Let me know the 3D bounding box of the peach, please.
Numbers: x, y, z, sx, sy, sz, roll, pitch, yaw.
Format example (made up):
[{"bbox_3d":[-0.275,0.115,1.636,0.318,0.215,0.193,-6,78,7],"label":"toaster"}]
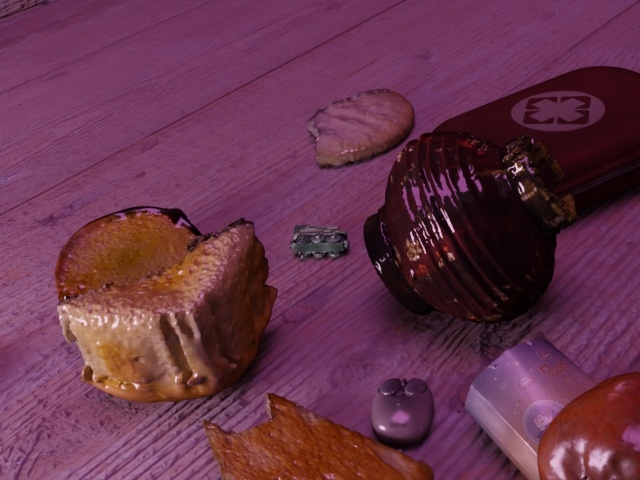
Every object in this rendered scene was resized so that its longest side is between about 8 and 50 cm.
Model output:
[{"bbox_3d":[-0.258,0.046,1.196,0.189,0.068,0.279,11,35,16],"label":"peach"}]

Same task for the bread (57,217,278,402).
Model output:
[{"bbox_3d":[-0.142,0.100,0.981,0.252,0.174,0.133,-24,39,-19],"label":"bread"}]

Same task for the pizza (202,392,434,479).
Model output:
[{"bbox_3d":[-0.026,0.234,0.871,0.181,0.034,0.262,-33,39,-33],"label":"pizza"}]

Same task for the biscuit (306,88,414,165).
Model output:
[{"bbox_3d":[0.062,-0.201,1.527,0.188,0.040,0.265,11,37,25],"label":"biscuit"}]

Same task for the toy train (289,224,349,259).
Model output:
[{"bbox_3d":[0.000,0.000,1.233,0.083,0.033,0.053,-3,29,10],"label":"toy train"}]

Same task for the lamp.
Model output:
[{"bbox_3d":[0.179,-0.020,1.035,0.247,0.247,0.247,-7,32,4],"label":"lamp"}]

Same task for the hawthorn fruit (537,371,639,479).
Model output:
[{"bbox_3d":[0.269,0.172,0.714,0.189,0.149,0.149,-26,36,-19],"label":"hawthorn fruit"}]

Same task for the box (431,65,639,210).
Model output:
[{"bbox_3d":[0.348,-0.144,1.300,0.404,0.108,0.263,-23,34,-20],"label":"box"}]

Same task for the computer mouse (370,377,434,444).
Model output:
[{"bbox_3d":[0.085,0.173,0.933,0.066,0.039,0.096,-1,33,13],"label":"computer mouse"}]

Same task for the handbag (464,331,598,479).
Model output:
[{"bbox_3d":[0.221,0.171,0.862,0.117,0.095,0.173,-23,42,-19],"label":"handbag"}]
